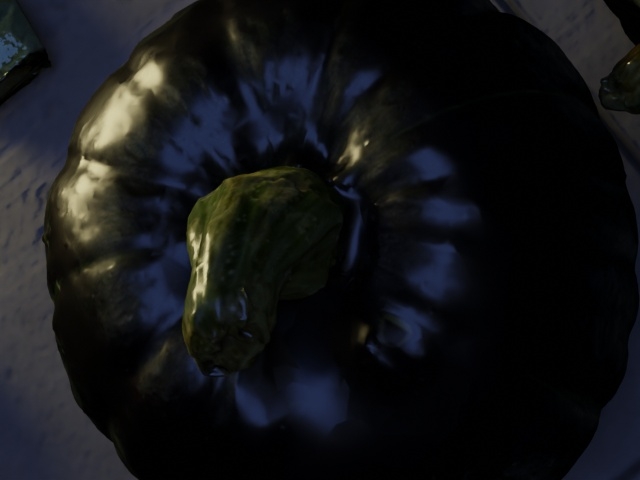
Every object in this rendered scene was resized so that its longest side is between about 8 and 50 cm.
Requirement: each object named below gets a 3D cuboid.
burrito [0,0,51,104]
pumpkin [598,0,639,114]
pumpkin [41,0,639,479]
[{"bbox_3d":[-0.210,-0.128,0.964,0.074,0.044,0.118,-34,81,12],"label":"burrito"},{"bbox_3d":[0.215,-0.130,0.759,0.216,0.250,0.250,-43,76,7],"label":"pumpkin"},{"bbox_3d":[0.000,0.000,0.780,0.296,0.296,0.295,-2,83,13],"label":"pumpkin"}]
